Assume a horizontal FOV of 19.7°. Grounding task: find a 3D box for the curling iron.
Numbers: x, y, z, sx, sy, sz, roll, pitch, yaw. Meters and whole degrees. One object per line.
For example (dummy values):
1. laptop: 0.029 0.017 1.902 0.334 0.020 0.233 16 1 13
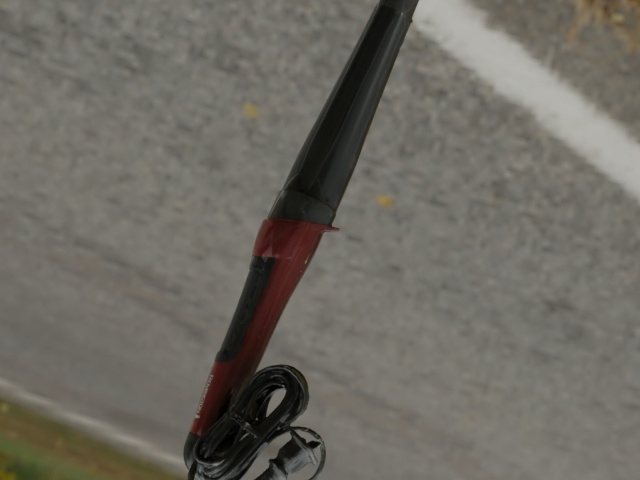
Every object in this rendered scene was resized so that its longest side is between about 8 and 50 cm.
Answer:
1. curling iron: 0.000 0.000 0.875 0.068 0.274 0.035 11 159 21
